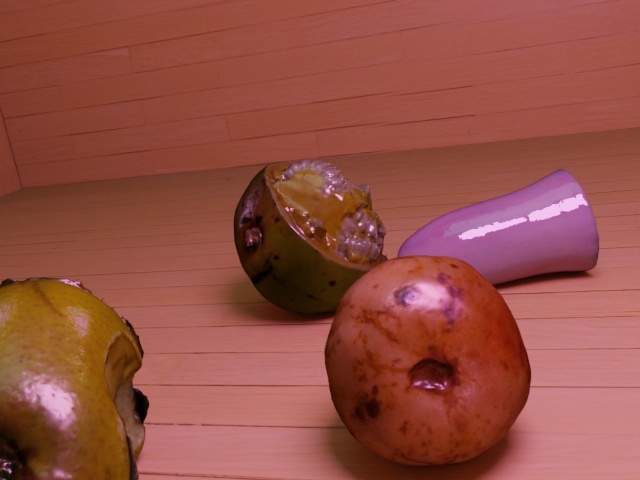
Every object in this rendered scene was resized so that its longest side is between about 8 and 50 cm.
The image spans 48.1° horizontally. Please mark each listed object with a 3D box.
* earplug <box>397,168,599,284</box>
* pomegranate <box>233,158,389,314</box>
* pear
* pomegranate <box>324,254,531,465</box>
[{"bbox_3d":[0.270,0.003,1.168,0.301,0.172,0.172,-15,16,0],"label":"earplug"},{"bbox_3d":[0.000,0.000,1.197,0.260,0.260,0.341,5,-10,39],"label":"pomegranate"},{"bbox_3d":[-0.258,0.174,0.689,0.164,0.238,0.255,-5,13,-10],"label":"pear"},{"bbox_3d":[0.110,0.122,0.747,0.215,0.215,0.215,-8,16,2],"label":"pomegranate"}]
